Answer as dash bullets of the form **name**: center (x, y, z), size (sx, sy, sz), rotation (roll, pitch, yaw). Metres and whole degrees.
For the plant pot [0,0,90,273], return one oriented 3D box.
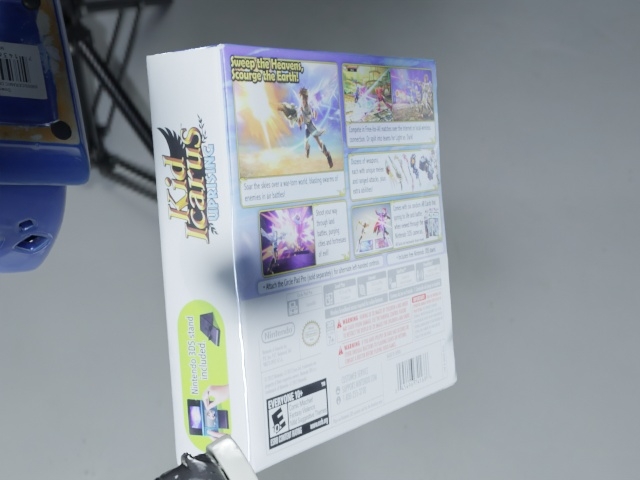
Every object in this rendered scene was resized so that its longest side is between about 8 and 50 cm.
- **plant pot**: center (-0.344, -0.114, 1.074), size (0.236, 0.212, 0.236), rotation (1, 66, -37)

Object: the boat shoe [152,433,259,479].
- **boat shoe**: center (-0.019, 0.105, 0.335), size (0.038, 0.046, 0.125), rotation (-25, 42, -13)

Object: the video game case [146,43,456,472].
- **video game case**: center (0.000, 0.000, 0.780), size (0.061, 0.244, 0.269), rotation (0, 5, 32)
